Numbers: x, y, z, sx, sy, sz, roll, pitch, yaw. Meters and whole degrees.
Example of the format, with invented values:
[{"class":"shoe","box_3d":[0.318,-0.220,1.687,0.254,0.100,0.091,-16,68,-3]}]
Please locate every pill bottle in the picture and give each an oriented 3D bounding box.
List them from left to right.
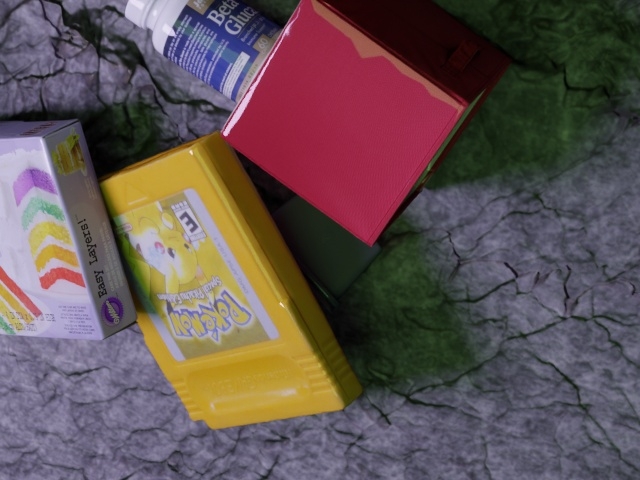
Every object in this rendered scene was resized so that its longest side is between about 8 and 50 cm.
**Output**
[{"class":"pill bottle","box_3d":[-0.118,-0.219,1.797,0.169,0.094,0.094,33,117,4]}]

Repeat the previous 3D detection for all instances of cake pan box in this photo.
[{"class":"cake pan box","box_3d":[-0.347,-0.012,1.937,0.267,0.070,0.246,2,111,40]}]

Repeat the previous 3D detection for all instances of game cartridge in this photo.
[{"class":"game cartridge","box_3d":[-0.124,0.056,1.869,0.285,0.052,0.324,-17,104,51]}]

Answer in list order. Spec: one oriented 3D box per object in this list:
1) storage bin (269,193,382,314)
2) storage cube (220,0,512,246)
[{"class":"storage bin","box_3d":[0.000,0.000,1.853,0.091,0.098,0.135,-42,93,0]},{"class":"storage cube","box_3d":[0.049,-0.146,1.719,0.193,0.183,0.215,35,118,5]}]
